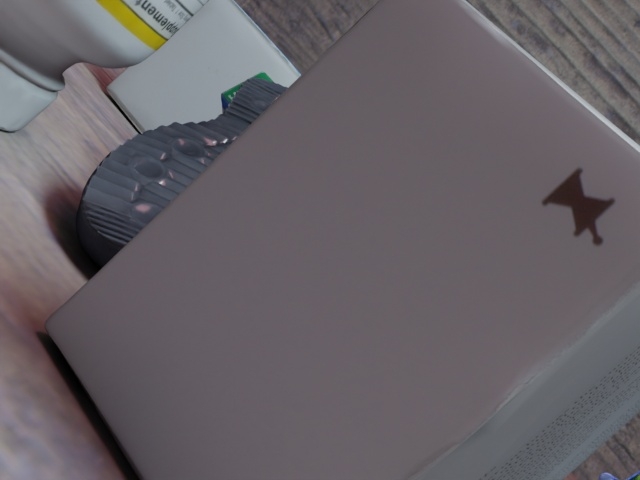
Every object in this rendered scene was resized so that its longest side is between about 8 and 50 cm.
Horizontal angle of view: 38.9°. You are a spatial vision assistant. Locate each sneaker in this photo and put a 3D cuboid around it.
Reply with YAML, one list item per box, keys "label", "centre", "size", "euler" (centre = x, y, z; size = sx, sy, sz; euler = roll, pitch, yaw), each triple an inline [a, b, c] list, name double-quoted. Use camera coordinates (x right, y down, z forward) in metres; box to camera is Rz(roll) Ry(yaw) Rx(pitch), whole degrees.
- label: "sneaker"
  centre: [-0.075, -0.016, 0.641]
  size: [0.112, 0.131, 0.319]
  euler: [32, 27, 7]

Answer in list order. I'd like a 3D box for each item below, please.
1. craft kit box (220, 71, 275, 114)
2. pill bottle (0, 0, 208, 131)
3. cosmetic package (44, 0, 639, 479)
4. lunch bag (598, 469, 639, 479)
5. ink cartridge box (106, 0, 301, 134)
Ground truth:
- label: "craft kit box"
  centre: [0.000, 0.000, 0.889]
  size: [0.250, 0.061, 0.246]
  euler: [50, -22, 22]
- label: "pill bottle"
  centre: [-0.120, -0.230, 0.553]
  size: [0.188, 0.334, 0.188]
  euler: [48, 5, -6]
- label: "cosmetic package"
  centre: [0.080, 0.070, 0.547]
  size: [0.161, 0.230, 0.453]
  euler: [49, 4, 24]
- label: "lunch bag"
  centre: [0.355, 0.332, 0.886]
  size: [0.138, 0.221, 0.293]
  euler: [45, 6, -33]
- label: "ink cartridge box"
  centre: [-0.094, -0.145, 1.060]
  size: [0.168, 0.171, 0.232]
  euler: [49, 6, 13]
